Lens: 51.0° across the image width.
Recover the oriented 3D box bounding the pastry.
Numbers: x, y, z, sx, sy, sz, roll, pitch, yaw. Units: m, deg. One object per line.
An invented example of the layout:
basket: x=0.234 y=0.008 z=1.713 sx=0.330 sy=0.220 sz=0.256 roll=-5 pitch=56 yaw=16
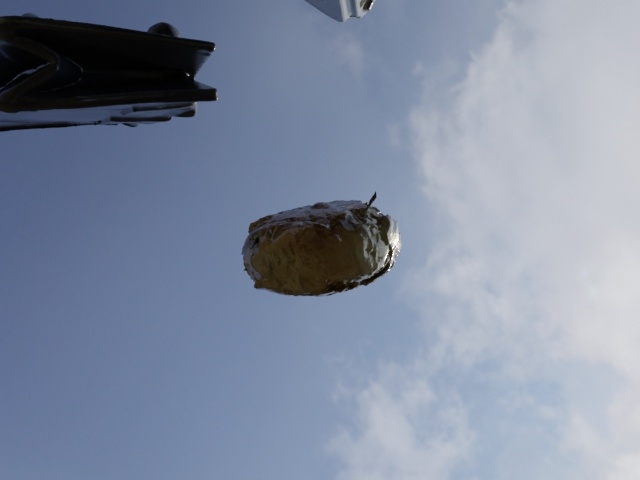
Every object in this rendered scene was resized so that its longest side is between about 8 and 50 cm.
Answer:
pastry: x=-0.001 y=0.005 z=0.636 sx=0.153 sy=0.153 sz=0.081 roll=-16 pitch=-78 yaw=2

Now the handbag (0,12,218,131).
handbag: x=-0.272 y=-0.189 z=0.782 sx=0.268 sy=0.325 sz=0.119 roll=-8 pitch=-80 yaw=-36

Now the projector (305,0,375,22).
projector: x=0.057 y=-0.336 z=0.571 sx=0.108 sy=0.198 sz=0.250 roll=36 pitch=-89 yaw=6
